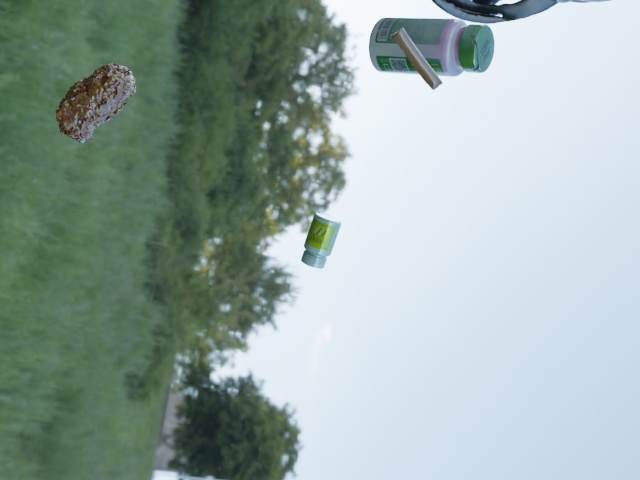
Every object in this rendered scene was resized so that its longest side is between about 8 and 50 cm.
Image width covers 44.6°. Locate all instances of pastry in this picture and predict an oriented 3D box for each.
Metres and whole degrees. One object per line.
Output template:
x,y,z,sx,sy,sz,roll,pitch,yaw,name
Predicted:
-0.401,-0.242,1.367,0.169,0.087,0.063,-44,-173,9,pastry

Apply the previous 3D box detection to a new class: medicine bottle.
0.000,0.000,1.251,0.047,0.047,0.083,43,-64,64,medicine bottle
0.257,-0.447,1.806,0.274,0.133,0.133,12,-92,35,medicine bottle

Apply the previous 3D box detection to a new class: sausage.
0.157,-0.292,1.263,0.026,0.116,0.026,-37,-162,15,sausage

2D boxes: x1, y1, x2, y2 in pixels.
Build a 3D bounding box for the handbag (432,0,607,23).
0.176,-0.322,0.658,0.283,0.302,0.149,-58,-150,12,handbag
